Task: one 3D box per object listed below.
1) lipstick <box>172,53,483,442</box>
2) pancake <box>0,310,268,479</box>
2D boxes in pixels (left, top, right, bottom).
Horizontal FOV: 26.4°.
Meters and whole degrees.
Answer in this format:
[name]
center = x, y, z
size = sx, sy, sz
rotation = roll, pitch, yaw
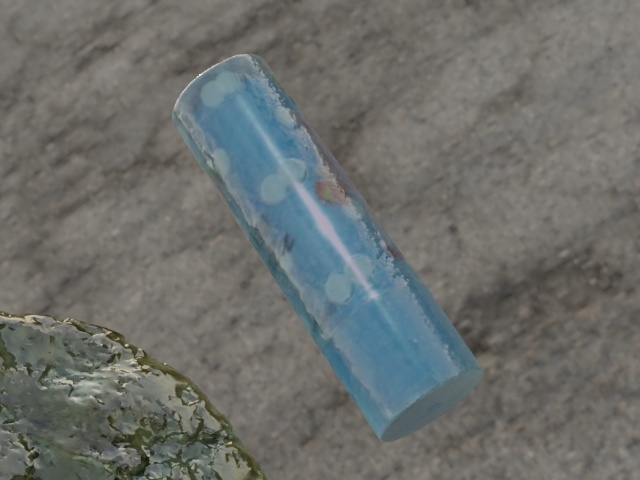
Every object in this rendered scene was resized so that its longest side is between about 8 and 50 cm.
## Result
[lipstick]
center = 0.000, 0.000, 0.527
size = 0.048, 0.048, 0.158
rotation = -34, 70, 1
[pancake]
center = -0.137, 0.123, 0.677
size = 0.254, 0.253, 0.037
rotation = -86, 18, -56
